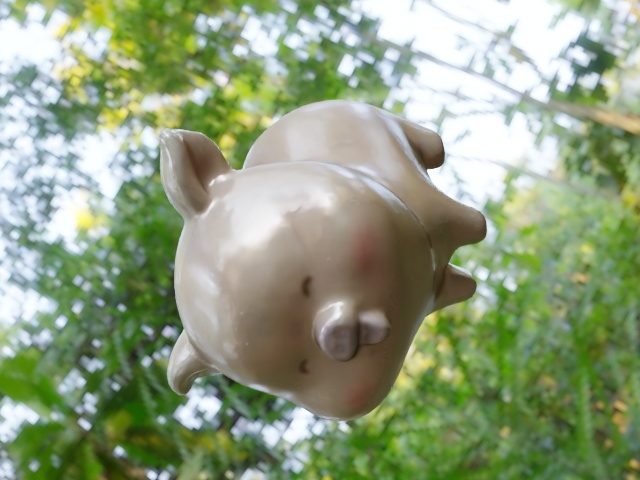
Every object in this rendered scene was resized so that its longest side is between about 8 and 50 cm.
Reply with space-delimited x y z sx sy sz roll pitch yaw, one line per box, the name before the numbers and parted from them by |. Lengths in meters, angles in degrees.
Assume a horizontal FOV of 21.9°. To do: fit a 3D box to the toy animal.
toy animal | 0.000 0.000 1.354 0.269 0.326 0.237 -5 -62 -10
